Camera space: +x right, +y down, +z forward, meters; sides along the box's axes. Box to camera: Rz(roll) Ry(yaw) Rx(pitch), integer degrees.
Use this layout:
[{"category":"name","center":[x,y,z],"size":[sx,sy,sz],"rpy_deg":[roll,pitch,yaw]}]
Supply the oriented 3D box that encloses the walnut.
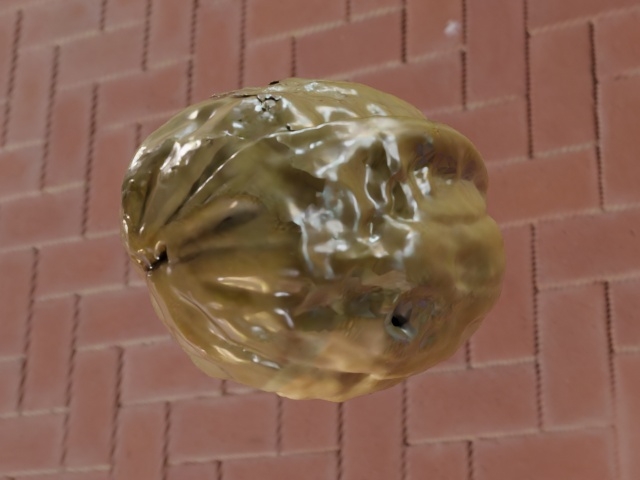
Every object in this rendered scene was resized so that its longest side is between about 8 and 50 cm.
[{"category":"walnut","center":[0.000,0.000,0.775],"size":[0.198,0.245,0.198],"rpy_deg":[4,95,51]}]
